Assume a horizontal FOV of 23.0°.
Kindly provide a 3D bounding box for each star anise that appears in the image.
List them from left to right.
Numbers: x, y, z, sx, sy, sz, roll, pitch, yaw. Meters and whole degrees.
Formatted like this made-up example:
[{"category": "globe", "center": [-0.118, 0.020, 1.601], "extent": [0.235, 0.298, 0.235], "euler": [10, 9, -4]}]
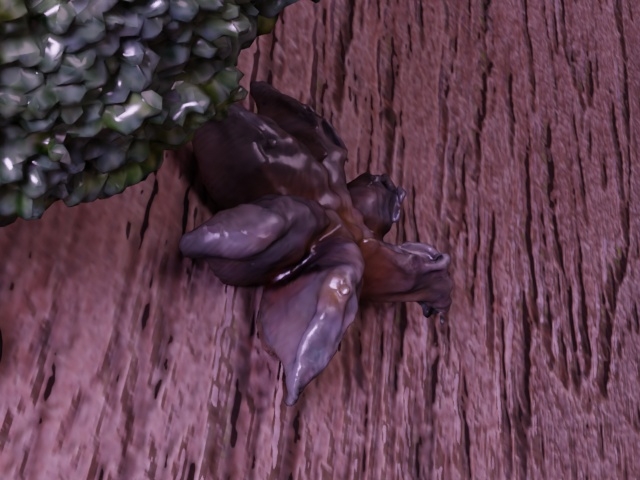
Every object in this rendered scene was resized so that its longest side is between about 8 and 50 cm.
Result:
[{"category": "star anise", "center": [-0.007, -0.015, 0.826], "extent": [0.172, 0.063, 0.208], "euler": [59, 31, 6]}]

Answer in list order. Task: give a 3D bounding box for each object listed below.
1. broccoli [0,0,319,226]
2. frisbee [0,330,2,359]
[{"category": "broccoli", "center": [-0.137, -0.166, 0.518], "extent": [0.375, 0.249, 0.302], "euler": [-23, 67, -17]}, {"category": "frisbee", "center": [-0.214, -0.012, 0.576], "extent": [0.211, 0.012, 0.187], "euler": [56, 31, -2]}]
